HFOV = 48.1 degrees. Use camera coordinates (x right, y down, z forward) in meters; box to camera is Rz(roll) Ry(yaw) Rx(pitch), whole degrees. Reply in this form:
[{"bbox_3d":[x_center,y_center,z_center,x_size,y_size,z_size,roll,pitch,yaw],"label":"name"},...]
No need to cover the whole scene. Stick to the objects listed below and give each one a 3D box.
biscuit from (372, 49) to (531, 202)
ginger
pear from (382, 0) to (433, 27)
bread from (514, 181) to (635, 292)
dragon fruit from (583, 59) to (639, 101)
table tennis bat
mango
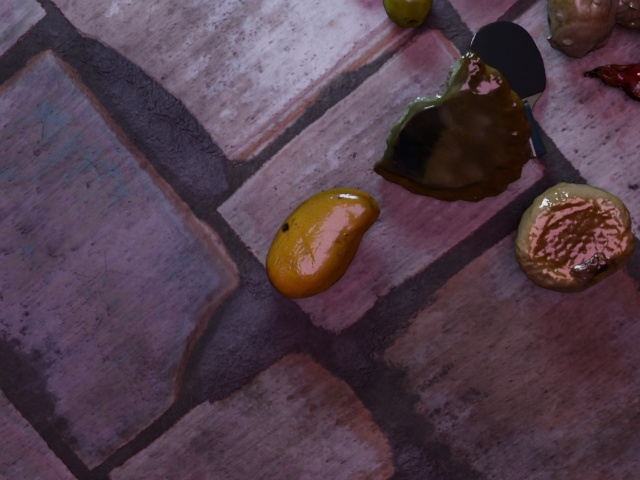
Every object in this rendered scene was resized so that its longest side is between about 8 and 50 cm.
[{"bbox_3d":[0.272,-0.226,1.485,0.330,0.078,0.334,4,121,9],"label":"biscuit"},{"bbox_3d":[0.611,-0.492,1.441,0.304,0.155,0.244,0,94,6],"label":"ginger"},{"bbox_3d":[0.183,-0.516,1.511,0.107,0.107,0.131,-13,89,7],"label":"pear"},{"bbox_3d":[0.531,-0.006,1.512,0.245,0.134,0.244,1,99,6],"label":"bread"},{"bbox_3d":[0.649,-0.331,1.493,0.191,0.094,0.094,3,96,14],"label":"dragon fruit"},{"bbox_3d":[0.416,-0.320,1.521,0.174,0.022,0.301,-22,94,-14],"label":"table tennis bat"},{"bbox_3d":[0.000,0.001,1.573,0.177,0.120,0.295,43,96,8],"label":"mango"}]
